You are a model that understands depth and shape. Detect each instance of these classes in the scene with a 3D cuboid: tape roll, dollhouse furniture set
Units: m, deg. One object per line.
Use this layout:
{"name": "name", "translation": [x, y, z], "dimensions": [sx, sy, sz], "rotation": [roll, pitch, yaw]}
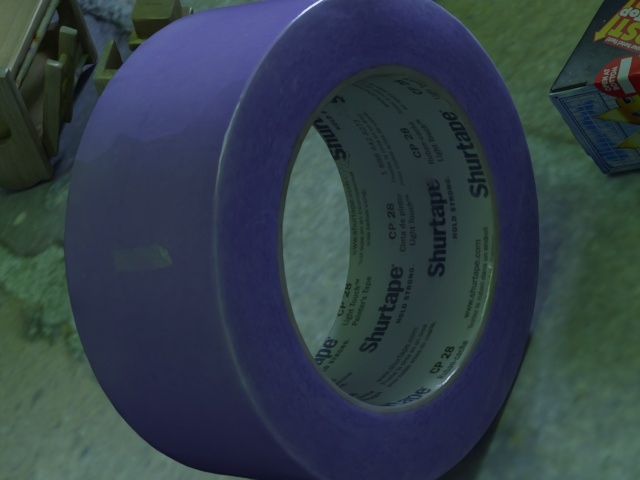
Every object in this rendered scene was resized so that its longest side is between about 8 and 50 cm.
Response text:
{"name": "tape roll", "translation": [0.000, 0.000, 0.563], "dimensions": [0.080, 0.189, 0.189], "rotation": [-1, 54, 41]}
{"name": "dollhouse furniture set", "translation": [-0.134, -0.131, 0.923], "dimensions": [0.161, 0.101, 0.182], "rotation": [3, 52, 14]}

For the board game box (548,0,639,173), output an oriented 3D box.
{"name": "board game box", "translation": [0.196, -0.099, 0.589], "dimensions": [0.194, 0.060, 0.194], "rotation": [-49, 37, -6]}
